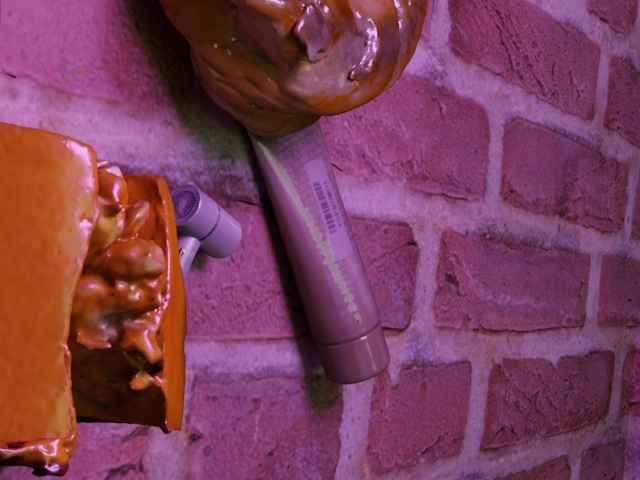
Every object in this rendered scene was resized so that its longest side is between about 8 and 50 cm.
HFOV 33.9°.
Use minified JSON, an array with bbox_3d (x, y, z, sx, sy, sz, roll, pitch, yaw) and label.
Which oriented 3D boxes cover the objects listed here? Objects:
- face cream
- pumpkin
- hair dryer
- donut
[{"bbox_3d":[0.000,0.000,1.221,0.137,0.084,0.341,-38,117,-50],"label":"face cream"},{"bbox_3d":[-0.230,0.039,0.713,0.303,0.256,0.226,44,51,-78],"label":"pumpkin"},{"bbox_3d":[-0.134,0.022,1.043,0.082,0.047,0.137,45,63,-50],"label":"hair dryer"},{"bbox_3d":[-0.024,-0.286,1.057,0.360,0.170,0.361,-1,92,-52],"label":"donut"}]
